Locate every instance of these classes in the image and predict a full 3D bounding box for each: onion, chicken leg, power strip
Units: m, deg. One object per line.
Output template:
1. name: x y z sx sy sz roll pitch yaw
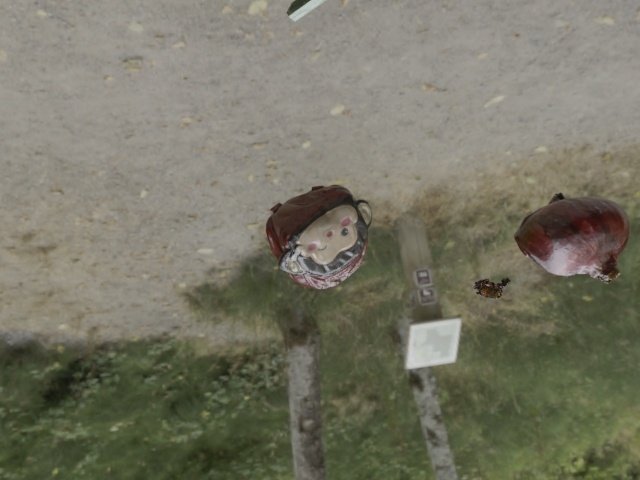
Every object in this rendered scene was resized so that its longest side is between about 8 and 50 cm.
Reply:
1. onion: 0.410 -0.015 1.010 0.206 0.151 0.098 -14 139 -36
2. chicken leg: 0.296 0.083 1.128 0.083 0.036 0.021 -1 168 -30
3. power strip: -0.016 -0.335 0.920 0.017 0.027 0.083 28 151 -36

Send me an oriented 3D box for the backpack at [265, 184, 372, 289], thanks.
1. backpack: 0.001 0.001 1.339 0.229 0.229 0.139 4 -157 -35
